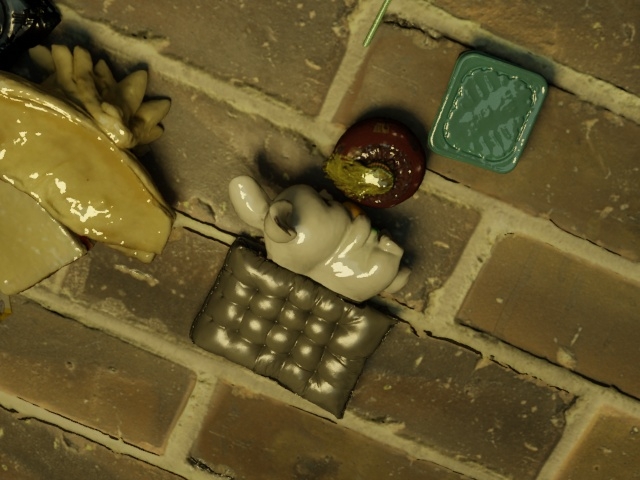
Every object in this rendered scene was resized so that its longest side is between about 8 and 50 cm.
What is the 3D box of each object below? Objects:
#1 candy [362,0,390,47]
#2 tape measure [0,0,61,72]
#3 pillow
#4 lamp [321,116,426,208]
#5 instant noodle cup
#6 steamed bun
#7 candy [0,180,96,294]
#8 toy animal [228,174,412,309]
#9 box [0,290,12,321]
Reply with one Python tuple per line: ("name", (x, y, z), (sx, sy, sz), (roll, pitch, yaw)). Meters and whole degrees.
("candy", (0.111, -0.397, 1.439), (0.062, 0.058, 0.194), (7, 125, -32))
("tape measure", (-0.550, -0.368, 1.465), (0.199, 0.112, 0.186), (-38, 101, 14))
("pillow", (-0.054, 0.160, 1.622), (0.326, 0.101, 0.228), (26, 106, -7))
("lamp", (0.096, -0.123, 1.486), (0.156, 0.135, 0.157), (34, 107, -8))
("instant noodle cup", (0.271, -0.212, 1.475), (0.157, 0.070, 0.179), (18, 109, -3))
("steamed bun", (-0.388, -0.174, 1.465), (0.428, 0.189, 0.247), (34, 115, -30))
("candy", (-0.549, -0.075, 1.557), (0.179, 0.135, 0.321), (-33, 102, 15))
("toy animal", (0.000, -0.001, 1.490), (0.325, 0.208, 0.154), (19, 101, -42))
("box", (-0.719, 0.080, 1.642), (0.265, 0.097, 0.168), (-3, 109, 6))
